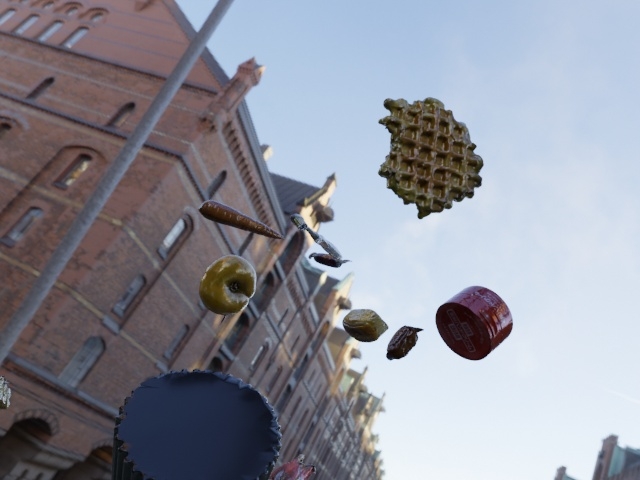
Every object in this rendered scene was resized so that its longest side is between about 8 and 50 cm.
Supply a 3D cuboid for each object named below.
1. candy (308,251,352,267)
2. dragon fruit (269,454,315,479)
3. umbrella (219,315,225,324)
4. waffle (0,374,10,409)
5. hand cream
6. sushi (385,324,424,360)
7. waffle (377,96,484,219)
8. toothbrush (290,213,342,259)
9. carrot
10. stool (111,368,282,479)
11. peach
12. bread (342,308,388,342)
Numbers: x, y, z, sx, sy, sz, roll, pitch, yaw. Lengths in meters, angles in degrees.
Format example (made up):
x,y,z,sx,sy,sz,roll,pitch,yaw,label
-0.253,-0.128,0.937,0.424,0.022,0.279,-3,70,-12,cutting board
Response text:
x,y,z,sx,sy,sz,roll,pitch,yaw,label
0.030,0.068,1.763,0.175,0.045,0.043,12,-54,37,candy
-0.095,0.872,1.810,0.134,0.211,0.262,46,-26,-7,dragon fruit
-0.440,0.335,2.431,0.022,0.148,0.022,19,-12,28,umbrella
-1.053,0.412,1.433,0.304,0.077,0.348,7,-26,-18,waffle
0.439,0.234,1.468,0.193,0.125,0.193,31,-44,36,hand cream
0.227,0.276,1.384,0.055,0.120,0.052,45,-19,-25,sushi
0.253,-0.204,1.224,0.058,0.282,0.300,140,-63,-66,waffle
0.000,0.000,1.320,0.037,0.028,0.375,52,5,23,toothbrush
-0.175,-0.041,1.176,0.216,0.048,0.048,22,-19,-26,carrot
-0.254,0.467,0.972,0.297,0.297,0.330,24,-66,14,stool
-0.263,0.130,1.471,0.103,0.179,0.179,16,-28,41,peach
0.183,0.366,2.194,0.140,0.106,0.236,52,-23,-8,bread
